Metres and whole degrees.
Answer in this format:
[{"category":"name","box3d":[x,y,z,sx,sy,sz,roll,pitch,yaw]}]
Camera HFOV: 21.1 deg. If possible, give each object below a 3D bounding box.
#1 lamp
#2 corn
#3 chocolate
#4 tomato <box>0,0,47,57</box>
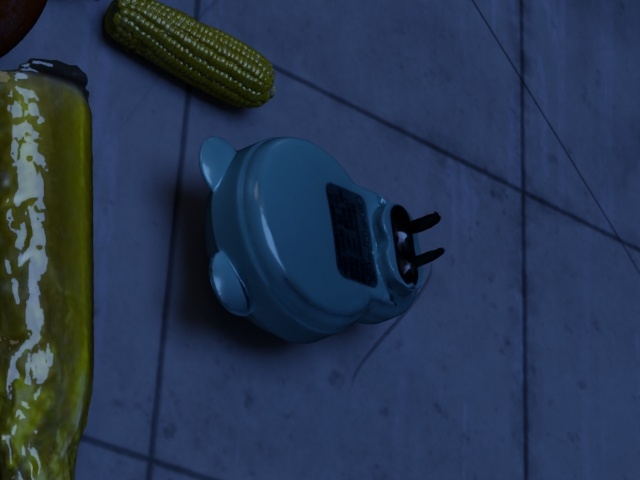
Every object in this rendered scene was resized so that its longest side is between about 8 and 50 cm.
[{"category":"lamp","box3d":[-0.008,0.004,1.750,0.284,0.147,0.209,6,67,-31]},{"category":"corn","box3d":[-0.133,-0.197,1.798,0.206,0.067,0.067,24,55,-29]},{"category":"chocolate","box3d":[-0.262,0.069,1.478,0.162,0.162,0.445,12,63,-39]},{"category":"tomato","box3d":[-0.340,-0.255,1.551,0.208,0.184,0.208,19,59,-35]}]
